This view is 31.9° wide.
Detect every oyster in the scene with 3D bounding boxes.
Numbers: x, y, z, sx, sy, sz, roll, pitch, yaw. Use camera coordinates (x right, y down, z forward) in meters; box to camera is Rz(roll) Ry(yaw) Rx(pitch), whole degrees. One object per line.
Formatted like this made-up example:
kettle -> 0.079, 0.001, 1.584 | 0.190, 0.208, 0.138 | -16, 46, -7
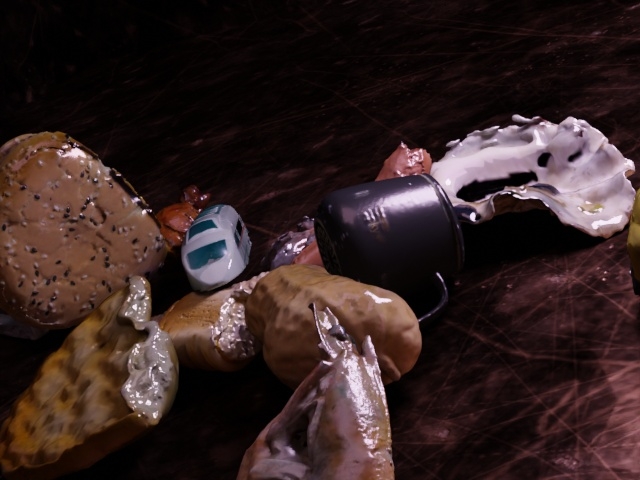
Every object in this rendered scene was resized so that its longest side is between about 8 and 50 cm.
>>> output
oyster -> 0.268, -0.070, 1.580 | 0.351, 0.115, 0.238 | -15, 30, 28

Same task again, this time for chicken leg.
chicken leg -> -0.256, -0.037, 2.030 | 0.113, 0.093, 0.304 | -32, 15, 7

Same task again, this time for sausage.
sausage -> 0.048, -0.014, 1.589 | 0.304, 0.078, 0.078 | -47, 23, -1

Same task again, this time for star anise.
star anise -> -0.016, 0.006, 1.715 | 0.172, 0.063, 0.208 | -25, 21, -1

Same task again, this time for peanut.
peanut -> -0.006, 0.106, 1.348 | 0.159, 0.143, 0.291 | -14, 14, -26

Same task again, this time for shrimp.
shrimp -> -0.010, 0.197, 1.130 | 0.168, 0.077, 0.317 | -13, 45, 11

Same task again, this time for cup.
cup -> 0.101, 0.021, 1.464 | 0.176, 0.169, 0.223 | -18, 58, -13

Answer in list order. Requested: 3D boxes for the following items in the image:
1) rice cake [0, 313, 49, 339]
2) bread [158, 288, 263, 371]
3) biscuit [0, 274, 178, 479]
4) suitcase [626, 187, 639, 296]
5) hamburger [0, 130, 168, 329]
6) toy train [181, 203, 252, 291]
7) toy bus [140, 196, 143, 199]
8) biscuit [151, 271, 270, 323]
rice cake -> -0.521, 0.146, 1.894 | 0.042, 0.030, 0.180 | -21, 16, -41
bread -> -0.145, 0.122, 1.516 | 0.177, 0.084, 0.119 | -1, 46, 42
biscuit -> -0.280, 0.175, 1.453 | 0.329, 0.078, 0.335 | -15, 38, 40
suitcase -> 0.447, -0.013, 1.209 | 0.235, 0.143, 0.194 | -12, 23, 24
hamburger -> -0.430, -0.002, 1.811 | 0.277, 0.318, 0.195 | -50, 30, -13
toy train -> -0.160, 0.004, 1.698 | 0.086, 0.088, 0.407 | -21, 7, 0
toy bus -> -0.389, -0.011, 2.094 | 0.081, 0.074, 0.226 | -16, 22, 15
biscuit -> -0.165, 0.105, 1.619 | 0.219, 0.061, 0.055 | -20, 42, 1
